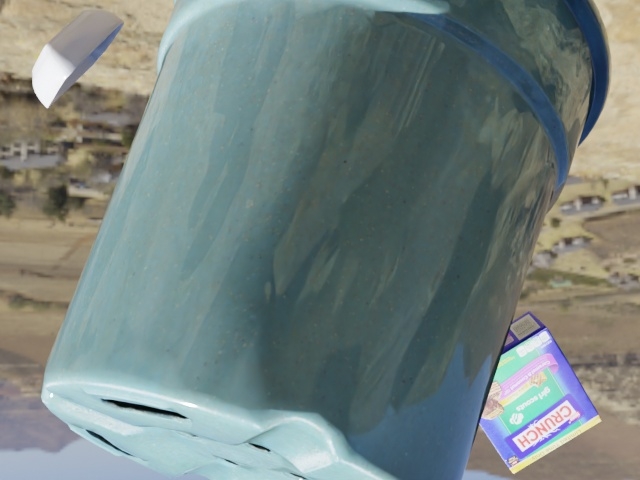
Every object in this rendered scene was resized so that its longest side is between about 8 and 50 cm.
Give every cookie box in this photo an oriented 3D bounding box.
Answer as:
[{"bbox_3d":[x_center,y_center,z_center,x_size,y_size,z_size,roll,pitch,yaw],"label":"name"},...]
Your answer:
[{"bbox_3d":[0.172,0.130,0.679,0.091,0.107,0.040,-33,-161,4],"label":"cookie box"}]

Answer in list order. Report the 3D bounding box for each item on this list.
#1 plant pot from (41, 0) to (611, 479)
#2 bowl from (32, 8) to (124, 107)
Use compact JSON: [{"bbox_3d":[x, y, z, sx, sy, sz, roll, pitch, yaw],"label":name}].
[{"bbox_3d":[0.000,0.000,0.546,0.341,0.334,0.341,15,153,8],"label":"plant pot"},{"bbox_3d":[-0.353,-0.266,1.136,0.053,0.142,0.142,43,150,-14],"label":"bowl"}]
